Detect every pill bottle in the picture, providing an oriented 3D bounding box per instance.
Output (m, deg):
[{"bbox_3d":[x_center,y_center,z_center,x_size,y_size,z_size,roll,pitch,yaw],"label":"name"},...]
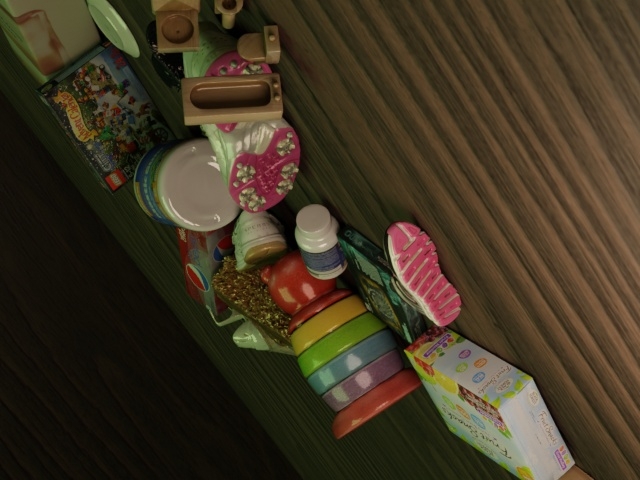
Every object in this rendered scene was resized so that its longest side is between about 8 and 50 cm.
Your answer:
[{"bbox_3d":[0.000,0.000,1.661,0.067,0.067,0.120,41,164,30],"label":"pill bottle"},{"bbox_3d":[-0.231,-0.096,1.936,0.152,0.152,0.272,54,164,-16],"label":"pill bottle"}]

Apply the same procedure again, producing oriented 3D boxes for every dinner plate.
[{"bbox_3d":[-0.352,-0.361,1.911,0.141,0.017,0.141,46,167,14],"label":"dinner plate"}]

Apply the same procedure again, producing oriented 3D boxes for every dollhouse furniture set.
[{"bbox_3d":[-0.117,-0.225,1.293,0.123,0.144,0.151,108,157,-73],"label":"dollhouse furniture set"}]

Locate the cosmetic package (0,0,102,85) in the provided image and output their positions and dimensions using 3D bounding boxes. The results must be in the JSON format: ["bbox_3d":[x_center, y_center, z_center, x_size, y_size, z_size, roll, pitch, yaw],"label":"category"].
[{"bbox_3d":[-0.485,-0.398,1.980,0.153,0.129,0.296,47,165,24],"label":"cosmetic package"}]

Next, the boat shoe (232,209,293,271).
[{"bbox_3d":[-0.100,-0.008,1.920,0.277,0.098,0.096,125,129,-80],"label":"boat shoe"}]

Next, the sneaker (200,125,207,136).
[{"bbox_3d":[-0.146,-0.184,1.624,0.188,0.071,0.066,57,164,-26],"label":"sneaker"}]

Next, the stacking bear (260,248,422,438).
[{"bbox_3d":[0.021,0.142,1.794,0.289,0.175,0.164,57,177,10],"label":"stacking bear"}]

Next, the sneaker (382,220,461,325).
[{"bbox_3d":[0.112,0.038,1.428,0.075,0.063,0.170,23,155,48],"label":"sneaker"}]

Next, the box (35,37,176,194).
[{"bbox_3d":[-0.378,-0.220,2.051,0.044,0.159,0.233,30,156,52],"label":"box"}]

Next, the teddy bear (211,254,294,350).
[{"bbox_3d":[-0.042,0.139,2.107,0.338,0.113,0.245,30,164,34],"label":"teddy bear"}]

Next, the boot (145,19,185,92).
[{"bbox_3d":[-0.231,-0.275,1.712,0.121,0.045,0.099,56,168,-23],"label":"boot"}]

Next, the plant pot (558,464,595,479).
[{"bbox_3d":[0.349,0.416,1.581,0.237,0.109,0.237,46,164,17],"label":"plant pot"}]

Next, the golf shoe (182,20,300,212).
[{"bbox_3d":[-0.108,-0.165,1.529,0.140,0.115,0.306,52,163,36],"label":"golf shoe"}]

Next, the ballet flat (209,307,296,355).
[{"bbox_3d":[-0.169,0.168,2.507,0.316,0.106,0.107,43,164,25],"label":"ballet flat"}]

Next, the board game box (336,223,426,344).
[{"bbox_3d":[0.092,0.070,1.645,0.126,0.026,0.186,38,161,37],"label":"board game box"}]

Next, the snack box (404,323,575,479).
[{"bbox_3d":[0.226,0.223,1.541,0.207,0.070,0.174,31,156,54],"label":"snack box"}]

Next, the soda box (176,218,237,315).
[{"bbox_3d":[-0.210,0.018,2.183,0.092,0.083,0.263,34,147,28],"label":"soda box"}]
